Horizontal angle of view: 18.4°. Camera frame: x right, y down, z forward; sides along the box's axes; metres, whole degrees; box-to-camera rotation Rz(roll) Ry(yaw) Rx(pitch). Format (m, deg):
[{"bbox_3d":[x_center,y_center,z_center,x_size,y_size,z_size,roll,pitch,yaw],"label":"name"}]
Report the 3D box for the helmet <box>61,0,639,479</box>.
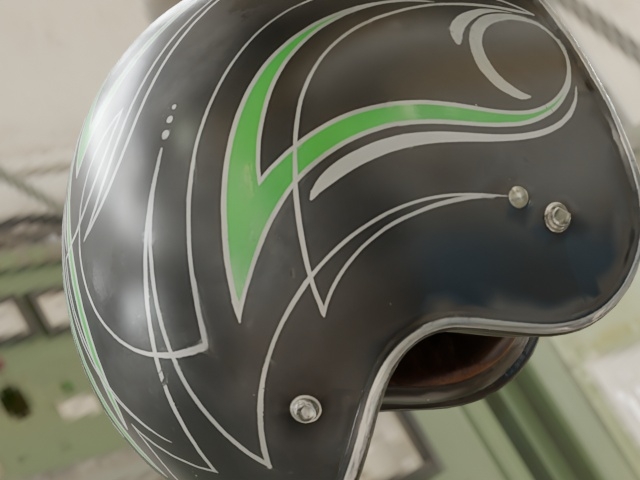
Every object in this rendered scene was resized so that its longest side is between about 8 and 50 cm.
[{"bbox_3d":[0.000,0.000,0.603,0.162,0.169,0.169,-20,-18,-15],"label":"helmet"}]
